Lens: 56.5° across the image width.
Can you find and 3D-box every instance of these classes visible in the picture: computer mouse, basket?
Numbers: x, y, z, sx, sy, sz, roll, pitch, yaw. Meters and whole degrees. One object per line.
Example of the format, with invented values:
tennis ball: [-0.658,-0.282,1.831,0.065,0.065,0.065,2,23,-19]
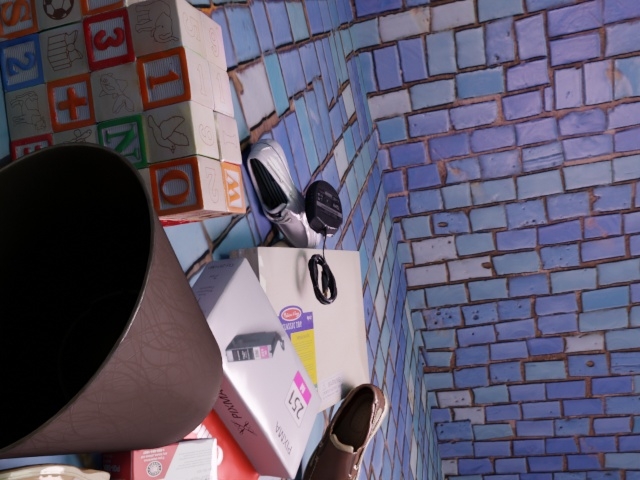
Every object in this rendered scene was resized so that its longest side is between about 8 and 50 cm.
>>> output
computer mouse: [0.000,0.000,1.002,0.071,0.041,0.242,29,47,-34]
basket: [-0.163,0.074,0.449,0.227,0.154,0.205,75,30,-63]

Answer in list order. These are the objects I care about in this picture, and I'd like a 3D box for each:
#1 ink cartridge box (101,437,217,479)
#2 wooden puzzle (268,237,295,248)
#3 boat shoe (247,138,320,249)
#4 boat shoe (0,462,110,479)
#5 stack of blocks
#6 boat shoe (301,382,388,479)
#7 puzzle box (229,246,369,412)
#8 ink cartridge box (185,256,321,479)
ink cartridge box: [-0.149,0.259,0.556,0.099,0.056,0.135,13,68,-48]
wooden puzzle: [-0.035,0.111,1.131,0.221,0.044,0.239,-38,118,-72]
boat shoe: [-0.074,-0.064,1.052,0.226,0.083,0.076,62,33,-22]
boat shoe: [-0.205,0.197,0.452,0.135,0.050,0.045,53,27,-61]
stack of blocks: [-0.177,-0.157,0.517,0.087,0.171,0.297,-3,84,-75]
boat shoe: [0.031,0.360,1.026,0.258,0.095,0.095,-63,157,-22]
puzzle box: [-0.018,0.148,1.019,0.409,0.052,0.272,6,80,-65]
ink cartridge box: [-0.101,0.199,0.704,0.275,0.060,0.239,66,30,-32]
